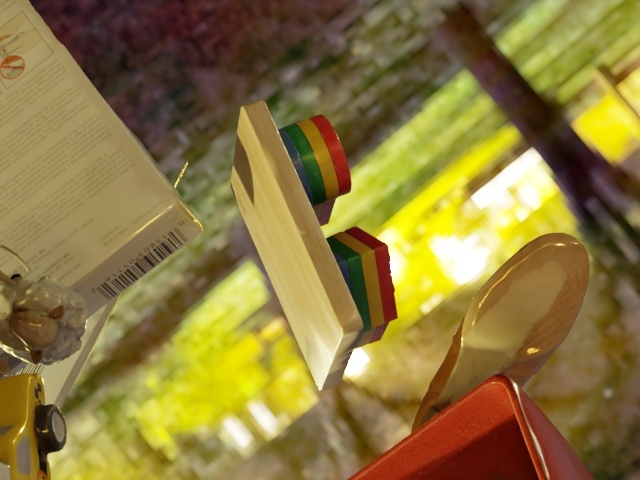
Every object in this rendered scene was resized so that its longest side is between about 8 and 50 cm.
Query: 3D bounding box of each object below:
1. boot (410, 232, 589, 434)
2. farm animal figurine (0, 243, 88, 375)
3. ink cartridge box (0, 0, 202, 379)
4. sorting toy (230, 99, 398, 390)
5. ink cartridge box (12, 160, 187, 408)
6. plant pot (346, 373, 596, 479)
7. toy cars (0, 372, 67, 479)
[{"bbox_3d":[0.185,0.119,2.051,0.295,0.104,0.211,-58,179,0],"label":"boot"},{"bbox_3d":[-0.343,0.134,1.568,0.330,0.172,0.327,-48,154,-8],"label":"farm animal figurine"},{"bbox_3d":[-0.357,-0.065,2.047,0.308,0.385,0.091,-38,153,0],"label":"ink cartridge box"},{"bbox_3d":[0.000,0.000,1.966,0.089,0.257,0.255,-21,166,-11],"label":"sorting toy"},{"bbox_3d":[-0.287,0.021,2.244,0.272,0.130,0.309,-60,-175,13],"label":"ink cartridge box"},{"bbox_3d":[0.143,0.312,1.437,0.267,0.236,0.267,-38,-138,20],"label":"plant pot"},{"bbox_3d":[-0.292,0.262,1.290,0.393,0.176,0.087,-57,156,-10],"label":"toy cars"}]
